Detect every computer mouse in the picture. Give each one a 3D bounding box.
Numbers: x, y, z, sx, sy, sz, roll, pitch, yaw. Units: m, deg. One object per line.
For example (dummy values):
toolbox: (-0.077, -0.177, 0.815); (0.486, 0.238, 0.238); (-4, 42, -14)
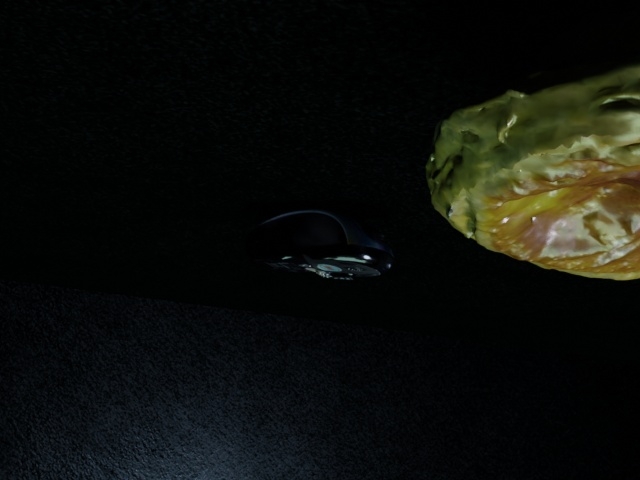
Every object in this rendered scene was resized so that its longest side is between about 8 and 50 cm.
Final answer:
computer mouse: (0.000, 0.000, 1.548); (0.233, 0.096, 0.137); (5, 164, 20)

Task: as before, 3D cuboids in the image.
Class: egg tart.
egg tart: (0.299, -0.085, 0.817); (0.443, 0.178, 0.443); (5, 166, 1)
